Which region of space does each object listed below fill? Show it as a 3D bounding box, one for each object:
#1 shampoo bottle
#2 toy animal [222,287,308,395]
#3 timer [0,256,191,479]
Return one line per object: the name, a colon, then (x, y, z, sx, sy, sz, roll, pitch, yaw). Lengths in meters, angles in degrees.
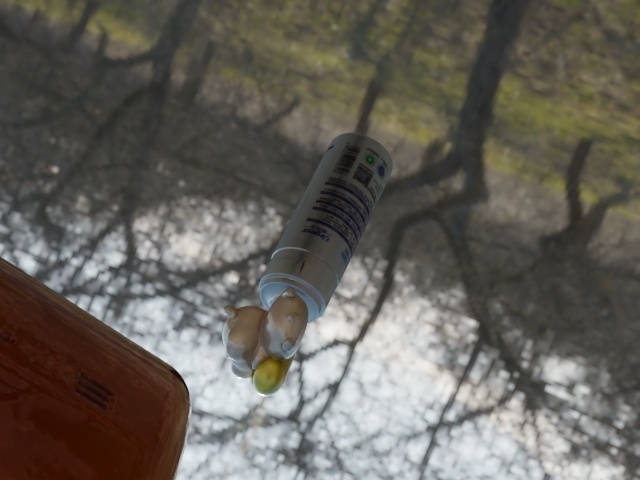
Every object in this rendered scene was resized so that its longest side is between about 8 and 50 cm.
shampoo bottle: (0.000, 0.000, 1.729, 0.092, 0.303, 0.092, 16, 143, 13)
toy animal: (-0.061, 0.096, 1.335, 0.082, 0.091, 0.114, 22, 146, -1)
timer: (-0.201, 0.093, 0.746, 0.257, 0.161, 0.250, 34, -149, -13)
